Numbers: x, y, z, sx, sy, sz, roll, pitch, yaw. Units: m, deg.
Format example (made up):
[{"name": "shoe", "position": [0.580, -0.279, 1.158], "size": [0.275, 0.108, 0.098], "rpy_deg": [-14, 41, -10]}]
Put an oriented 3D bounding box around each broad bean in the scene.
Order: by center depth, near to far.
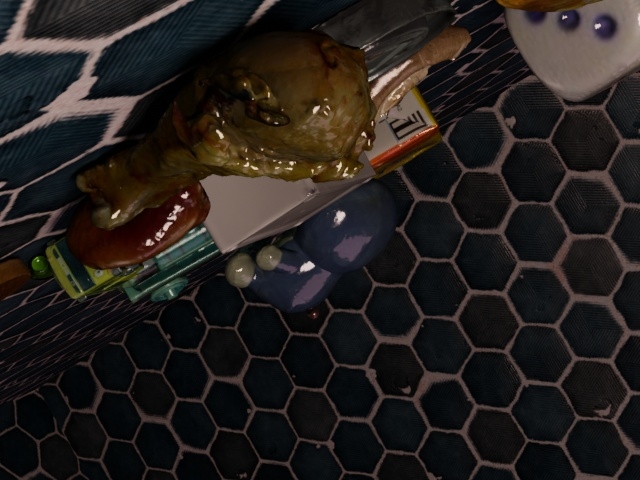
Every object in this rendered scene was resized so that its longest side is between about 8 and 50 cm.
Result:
[{"name": "broad bean", "position": [-0.208, -0.026, 1.136], "size": [0.165, 0.114, 0.084], "rpy_deg": [-32, 135, -5]}]

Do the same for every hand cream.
[{"name": "hand cream", "position": [-0.381, 0.041, 1.379], "size": [0.036, 0.023, 0.122], "rpy_deg": [-8, 172, -15]}]

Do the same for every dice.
[{"name": "dice", "position": [0.374, -0.309, 1.334], "size": [0.194, 0.193, 0.192], "rpy_deg": [-26, 176, -44]}]

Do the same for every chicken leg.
[{"name": "chicken leg", "position": [-0.076, -0.107, 0.966], "size": [0.211, 0.140, 0.361], "rpy_deg": [-2, 171, -36]}]

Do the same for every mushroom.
[{"name": "mushroom", "position": [0.097, -0.217, 1.293], "size": [0.210, 0.072, 0.094], "rpy_deg": [-43, 172, 4]}]

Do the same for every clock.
[{"name": "clock", "position": [0.041, -0.211, 1.118], "size": [0.226, 0.049, 0.226], "rpy_deg": [-31, 178, -1]}]

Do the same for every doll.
[{"name": "doll", "position": [0.000, 0.000, 1.550], "size": [0.258, 0.154, 0.228], "rpy_deg": [-50, 161, 17]}]

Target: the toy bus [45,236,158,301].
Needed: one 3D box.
[{"name": "toy bus", "position": [-0.292, 0.023, 1.350], "size": [0.101, 0.088, 0.175], "rpy_deg": [-29, 178, 6]}]

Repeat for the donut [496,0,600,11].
[{"name": "donut", "position": [0.256, -0.293, 0.775], "size": [0.330, 0.160, 0.330], "rpy_deg": [-35, -177, 2]}]

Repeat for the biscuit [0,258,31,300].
[{"name": "biscuit", "position": [-0.455, 0.083, 1.217], "size": [0.236, 0.039, 0.180], "rpy_deg": [-28, 174, -47]}]

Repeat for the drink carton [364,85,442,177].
[{"name": "drink carton", "position": [0.109, -0.183, 1.669], "size": [0.154, 0.111, 0.351], "rpy_deg": [-30, 178, 8]}]

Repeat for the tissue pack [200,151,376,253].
[{"name": "tissue pack", "position": [-0.054, -0.092, 1.296], "size": [0.159, 0.136, 0.246], "rpy_deg": [-31, 177, 22]}]

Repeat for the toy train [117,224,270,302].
[{"name": "toy train", "position": [-0.193, -0.011, 1.565], "size": [0.298, 0.120, 0.194], "rpy_deg": [-30, 170, -7]}]
